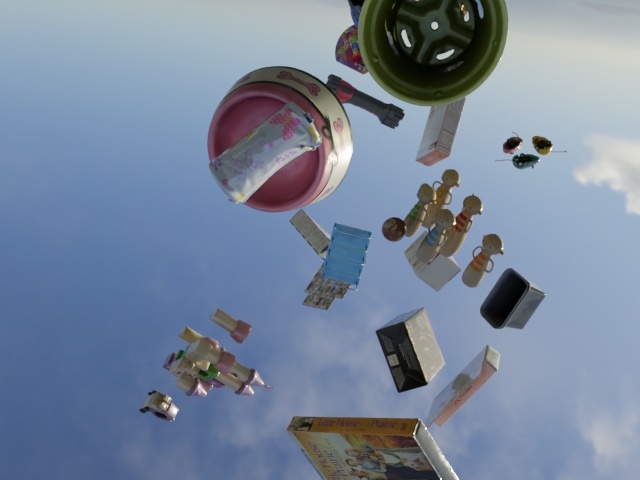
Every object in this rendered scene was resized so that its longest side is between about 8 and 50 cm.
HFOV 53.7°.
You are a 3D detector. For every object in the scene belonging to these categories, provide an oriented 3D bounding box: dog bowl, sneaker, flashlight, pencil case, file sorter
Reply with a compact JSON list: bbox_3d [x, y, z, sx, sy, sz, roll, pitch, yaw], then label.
[{"bbox_3d":[-0.126,-0.256,1.719,0.407,0.408,0.150,13,-152,13],"label":"dog bowl"},{"bbox_3d":[0.102,-0.724,1.822,0.083,0.221,0.087,-23,162,2],"label":"sneaker"},{"bbox_3d":[0.151,-0.500,2.308,0.303,0.103,0.103,23,-147,-13],"label":"flashlight"},{"bbox_3d":[-0.129,-0.206,1.483,0.273,0.124,0.113,-36,-165,4],"label":"pencil case"},{"bbox_3d":[0.075,0.050,1.869,0.118,0.171,0.104,14,-169,1],"label":"file sorter"}]

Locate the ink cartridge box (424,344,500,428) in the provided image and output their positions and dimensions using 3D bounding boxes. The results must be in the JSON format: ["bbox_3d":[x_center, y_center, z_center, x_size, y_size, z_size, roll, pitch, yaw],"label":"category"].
[{"bbox_3d":[0.431,0.467,1.927,0.060,0.275,0.239,40,-157,6],"label":"ink cartridge box"}]

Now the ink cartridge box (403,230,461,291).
[{"bbox_3d":[0.418,0.076,2.379,0.127,0.128,0.176,35,-162,-26],"label":"ink cartridge box"}]

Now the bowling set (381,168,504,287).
[{"bbox_3d":[0.248,-0.041,1.352,0.199,0.154,0.287,7,-146,-31],"label":"bowling set"}]

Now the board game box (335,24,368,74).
[{"bbox_3d":[0.116,-0.610,1.993,0.168,0.133,0.033,33,-167,24],"label":"board game box"}]

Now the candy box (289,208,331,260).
[{"bbox_3d":[0.000,0.000,2.345,0.159,0.071,0.233,41,-174,-48],"label":"candy box"}]

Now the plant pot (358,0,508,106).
[{"bbox_3d":[0.229,-0.433,1.283,0.275,0.276,0.254,11,-157,7],"label":"plant pot"}]

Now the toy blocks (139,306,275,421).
[{"bbox_3d":[-0.317,0.413,1.885,0.260,0.288,0.309,37,-128,-19],"label":"toy blocks"}]

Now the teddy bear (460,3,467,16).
[{"bbox_3d":[0.424,-0.841,1.885,0.245,0.338,0.113,36,170,-23],"label":"teddy bear"}]

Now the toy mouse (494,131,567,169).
[{"bbox_3d":[0.488,-0.210,1.537,0.143,0.031,0.161,-26,-138,-8],"label":"toy mouse"}]

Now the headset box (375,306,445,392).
[{"bbox_3d":[0.314,0.361,2.146,0.110,0.218,0.293,-22,176,24],"label":"headset box"}]

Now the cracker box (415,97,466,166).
[{"bbox_3d":[0.427,-0.394,2.253,0.067,0.232,0.155,22,167,-14],"label":"cracker box"}]

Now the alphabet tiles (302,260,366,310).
[{"bbox_3d":[0.051,0.143,2.466,0.011,0.285,0.342,40,164,-19],"label":"alphabet tiles"}]

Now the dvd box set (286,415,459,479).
[{"bbox_3d":[0.145,0.602,1.728,0.420,0.308,0.062,-11,-149,37],"label":"dvd box set"}]

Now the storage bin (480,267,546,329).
[{"bbox_3d":[0.451,0.142,1.474,0.091,0.135,0.098,19,-161,-32],"label":"storage bin"}]
